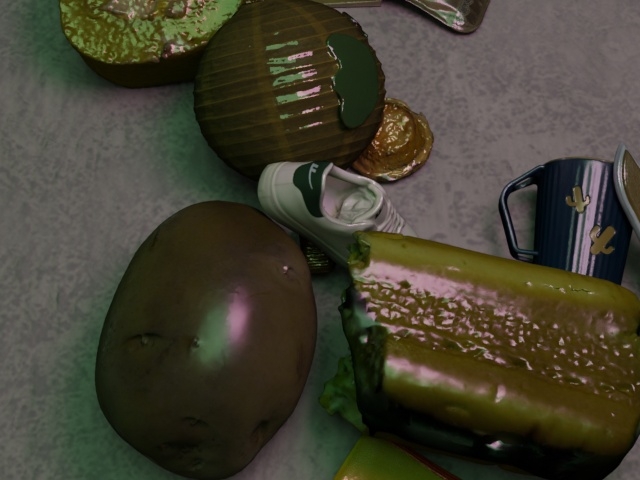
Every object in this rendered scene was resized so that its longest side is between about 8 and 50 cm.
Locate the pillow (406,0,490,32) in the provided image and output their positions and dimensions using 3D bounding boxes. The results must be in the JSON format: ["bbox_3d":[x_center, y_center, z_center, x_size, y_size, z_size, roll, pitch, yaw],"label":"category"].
[{"bbox_3d":[0.142,-0.382,1.640,0.217,0.033,0.130,24,68,-1],"label":"pillow"}]

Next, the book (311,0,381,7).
[{"bbox_3d":[0.000,-0.423,1.677,0.167,0.013,0.192,-2,68,-1],"label":"book"}]

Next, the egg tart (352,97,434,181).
[{"bbox_3d":[0.088,-0.140,1.545,0.128,0.049,0.129,-1,68,2],"label":"egg tart"}]

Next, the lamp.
[{"bbox_3d":[-0.049,-0.209,1.456,0.250,0.250,0.284,-19,99,-7],"label":"lamp"}]

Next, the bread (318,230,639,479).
[{"bbox_3d":[0.193,0.145,1.338,0.376,0.208,0.251,12,64,-2],"label":"bread"}]

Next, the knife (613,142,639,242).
[{"bbox_3d":[0.436,0.038,1.421,0.061,0.027,0.343,-31,97,-27],"label":"knife"}]

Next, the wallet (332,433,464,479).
[{"bbox_3d":[0.123,0.330,1.353,0.241,0.067,0.141,31,66,7],"label":"wallet"}]

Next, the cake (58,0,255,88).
[{"bbox_3d":[-0.214,-0.308,1.557,0.260,0.156,0.179,-4,84,4],"label":"cake"}]

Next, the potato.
[{"bbox_3d":[-0.127,0.106,1.348,0.243,0.221,0.326,-1,60,37],"label":"potato"}]

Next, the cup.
[{"bbox_3d":[0.310,-0.013,1.456,0.176,0.131,0.155,8,72,7],"label":"cup"}]

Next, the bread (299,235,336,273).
[{"bbox_3d":[0.000,0.000,1.470,0.053,0.085,0.085,-6,68,0],"label":"bread"}]

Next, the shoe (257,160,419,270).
[{"bbox_3d":[0.050,-0.023,1.392,0.265,0.110,0.095,25,68,-37],"label":"shoe"}]
